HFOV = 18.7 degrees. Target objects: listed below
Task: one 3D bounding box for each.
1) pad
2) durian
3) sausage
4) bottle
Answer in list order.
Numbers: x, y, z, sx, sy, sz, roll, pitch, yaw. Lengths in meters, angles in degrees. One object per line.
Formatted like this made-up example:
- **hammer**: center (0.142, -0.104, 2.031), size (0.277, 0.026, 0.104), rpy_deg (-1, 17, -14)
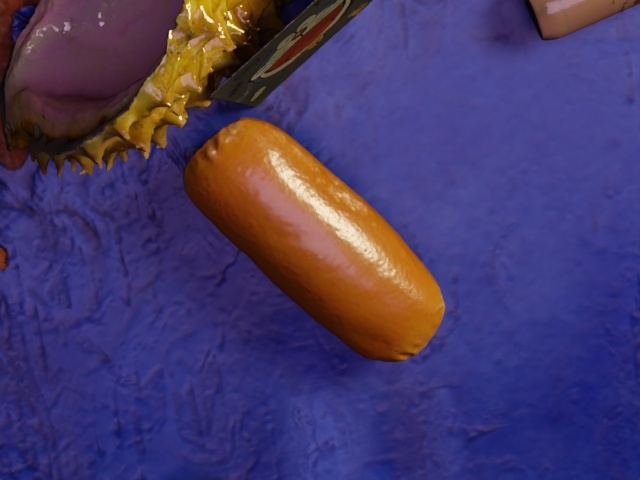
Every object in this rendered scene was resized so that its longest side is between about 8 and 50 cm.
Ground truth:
- **pad**: center (0.025, -0.182, 1.421), size (0.245, 0.170, 0.006), rpy_deg (-41, 84, 7)
- **durian**: center (-0.122, -0.150, 1.411), size (0.185, 0.195, 0.305), rpy_deg (37, 98, -19)
- **sausage**: center (0.000, 0.000, 1.507), size (0.238, 0.098, 0.098), rpy_deg (43, 99, -11)
- **bottle**: center (0.225, -0.201, 1.483), size (0.140, 0.053, 0.053), rpy_deg (-24, 105, 3)
